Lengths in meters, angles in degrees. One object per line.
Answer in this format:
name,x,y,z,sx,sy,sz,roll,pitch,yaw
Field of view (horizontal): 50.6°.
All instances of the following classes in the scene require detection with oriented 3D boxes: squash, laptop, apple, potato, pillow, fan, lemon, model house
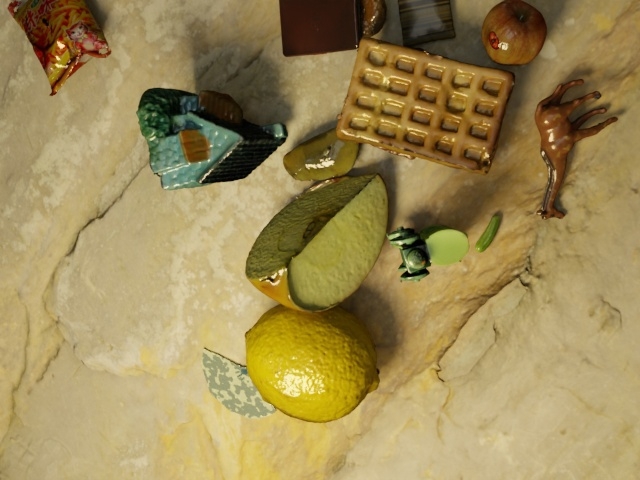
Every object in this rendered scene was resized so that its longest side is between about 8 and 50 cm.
squash,0.357,-0.013,1.437,0.027,0.027,0.089,32,103,11
laptop,-0.002,-0.477,1.447,0.207,0.026,0.153,5,105,37
apple,0.377,-0.405,1.324,0.126,0.126,0.102,34,149,10
potato,0.002,-0.186,1.495,0.188,0.085,0.105,-13,89,24
pillow,0.212,-0.510,1.400,0.113,0.038,0.203,-6,97,16
fan,-0.215,0.363,1.688,0.240,0.009,0.131,40,108,8
lemon,-0.026,0.259,1.478,0.322,0.268,0.268,11,102,10
apple,0.000,0.000,1.454,0.254,0.179,0.346,39,71,9
model house,-0.217,-0.237,1.460,0.241,0.261,0.226,-7,97,20

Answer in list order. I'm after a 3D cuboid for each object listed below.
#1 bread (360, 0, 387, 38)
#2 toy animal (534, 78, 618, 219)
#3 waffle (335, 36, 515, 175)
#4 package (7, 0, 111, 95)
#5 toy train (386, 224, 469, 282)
bread,0.101,-0.483,1.428,0.082,0.060,0.113,6,102,17
toy animal,0.486,-0.178,1.354,0.230,0.066,0.224,-40,104,10
waffle,0.211,-0.275,1.377,0.328,0.098,0.224,16,94,9
package,-0.632,-0.512,1.638,0.223,0.108,0.288,-30,81,25
toy train,0.223,0.013,1.376,0.157,0.253,0.105,-16,92,4
